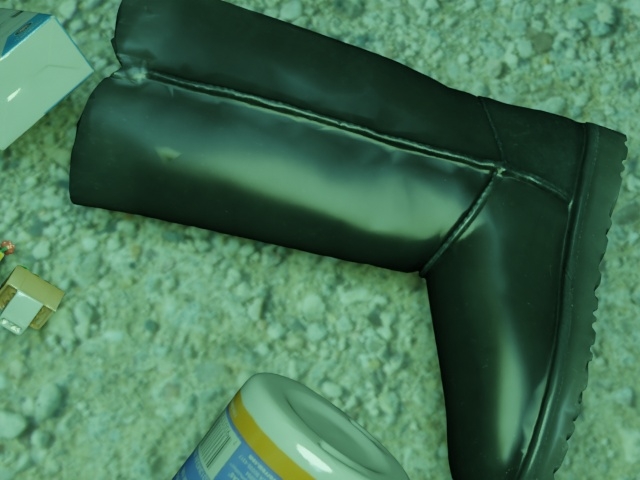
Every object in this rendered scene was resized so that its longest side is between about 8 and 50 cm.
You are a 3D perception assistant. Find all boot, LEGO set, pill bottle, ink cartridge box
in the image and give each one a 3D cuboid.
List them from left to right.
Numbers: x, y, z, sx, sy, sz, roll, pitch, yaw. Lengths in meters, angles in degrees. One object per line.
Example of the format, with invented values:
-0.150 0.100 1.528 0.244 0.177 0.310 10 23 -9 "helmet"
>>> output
-0.360 -0.002 0.827 0.287 0.107 0.132 3 108 -10 "LEGO set"
-0.282 -0.146 0.846 0.104 0.180 0.060 -45 124 -15 "ink cartridge box"
-0.068 0.245 0.713 0.152 0.152 0.272 37 95 5 "pill bottle"
0.001 -0.002 0.817 0.445 0.146 0.367 18 66 -3 "boot"
